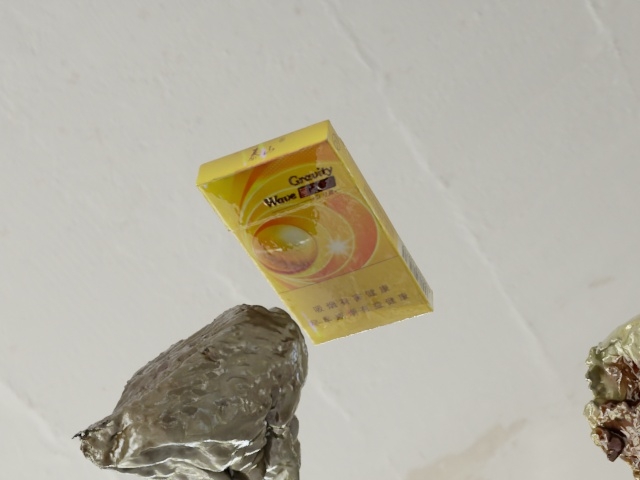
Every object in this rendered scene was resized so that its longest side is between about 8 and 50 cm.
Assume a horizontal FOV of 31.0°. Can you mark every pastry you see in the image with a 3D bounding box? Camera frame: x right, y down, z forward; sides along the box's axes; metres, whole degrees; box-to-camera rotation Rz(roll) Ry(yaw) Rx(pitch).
[{"bbox_3d":[0.388,0.149,1.045,0.237,0.256,0.170,-43,-8,40],"label":"pastry"}]

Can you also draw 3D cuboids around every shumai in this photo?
[{"bbox_3d":[-0.085,0.183,1.085,0.184,0.185,0.218,-27,11,29],"label":"shumai"}]

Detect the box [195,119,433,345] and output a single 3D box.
[{"bbox_3d":[0.000,0.000,1.223,0.152,0.043,0.269,-18,-51,18],"label":"box"}]
